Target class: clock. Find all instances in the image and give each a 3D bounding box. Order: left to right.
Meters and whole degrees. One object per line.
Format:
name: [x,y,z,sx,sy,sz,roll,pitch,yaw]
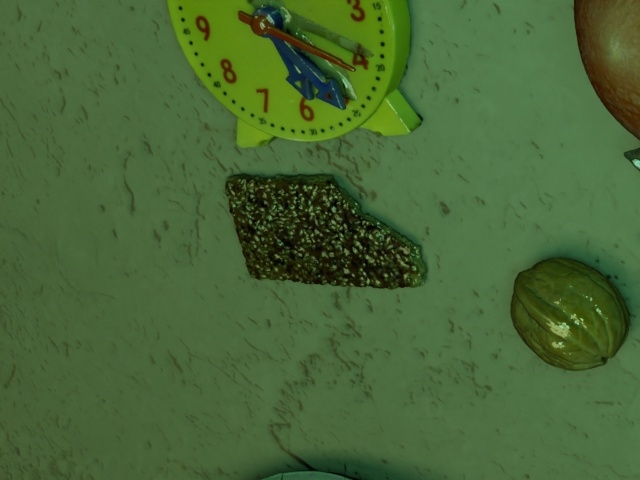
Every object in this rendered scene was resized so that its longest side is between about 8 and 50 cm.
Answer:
clock: [-0.042,-0.221,1.486,0.277,0.071,0.293,-9,111,40]

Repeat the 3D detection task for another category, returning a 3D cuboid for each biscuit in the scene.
biscuit: [0.001,-0.010,1.617,0.237,0.026,0.131,3,120,37]

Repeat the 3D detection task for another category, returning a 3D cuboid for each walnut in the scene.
walnut: [0.239,0.069,1.441,0.124,0.105,0.105,47,136,25]

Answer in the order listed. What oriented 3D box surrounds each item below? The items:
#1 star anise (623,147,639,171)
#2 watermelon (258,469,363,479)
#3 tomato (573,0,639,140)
star anise: [0.406,-0.021,1.251,0.198,0.110,0.258,43,156,-28]
watermelon: [0.004,0.429,1.785,0.222,0.319,0.292,44,-177,-34]
tomato: [0.316,-0.174,1.121,0.265,0.265,0.264,18,126,27]
